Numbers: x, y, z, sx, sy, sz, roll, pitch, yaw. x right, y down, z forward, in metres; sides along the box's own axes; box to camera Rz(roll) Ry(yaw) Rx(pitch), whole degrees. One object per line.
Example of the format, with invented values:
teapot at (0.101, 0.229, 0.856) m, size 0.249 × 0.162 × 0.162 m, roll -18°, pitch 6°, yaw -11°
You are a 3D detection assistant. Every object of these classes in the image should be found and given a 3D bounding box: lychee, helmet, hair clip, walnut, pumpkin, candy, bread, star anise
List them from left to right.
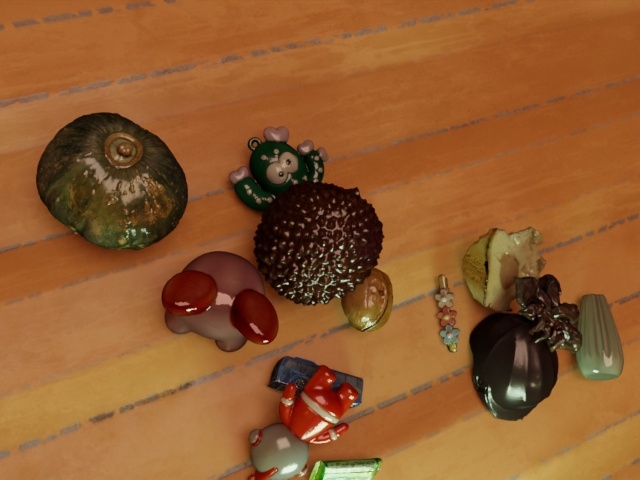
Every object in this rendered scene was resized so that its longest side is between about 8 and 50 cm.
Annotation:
pumpkin at (-0.472, -0.124, 1.653) m, size 0.327 × 0.257 × 0.291 m, roll 44°, pitch 54°, yaw 2°
lychee at (0.000, 0.000, 1.742) m, size 0.306 × 0.306 × 0.330 m, roll 33°, pitch 72°, yaw -9°
candy at (0.059, 0.575, 1.768) m, size 0.178 × 0.032 × 0.102 m, roll 4°, pitch 116°, yaw -21°
walnut at (0.122, 0.151, 1.865) m, size 0.144 × 0.144 × 0.180 m, roll 11°, pitch 65°, yaw -17°
hair clip at (0.349, 0.199, 1.974) m, size 0.056 × 0.062 × 0.214 m, roll 19°, pitch 63°, yaw -59°
bread at (0.512, 0.085, 1.970) m, size 0.183 × 0.224 × 0.211 m, roll -8°, pitch 77°, yaw -15°
helmet at (0.546, 0.337, 1.949) m, size 0.224 × 0.177 × 0.306 m, roll -10°, pitch 79°, yaw -23°
star anise at (0.612, 0.186, 1.891) m, size 0.219 × 0.099 × 0.214 m, roll 18°, pitch 61°, yaw -28°

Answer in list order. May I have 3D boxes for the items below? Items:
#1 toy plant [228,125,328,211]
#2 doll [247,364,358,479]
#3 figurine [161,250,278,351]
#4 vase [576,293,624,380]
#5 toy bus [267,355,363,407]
toy plant at (-0.103, -0.175, 1.875) m, size 0.243 × 0.112 × 0.233 m, roll 26°, pitch 80°, yaw -16°
doll at (-0.057, 0.457, 1.713) m, size 0.199 × 0.105 × 0.336 m, roll 39°, pitch 90°, yaw -19°
figurine at (-0.230, 0.128, 1.681) m, size 0.269 × 0.261 × 0.211 m, roll 21°, pitch 68°, yaw -11°
vase at (0.806, 0.276, 2.089) m, size 0.128 × 0.128 × 0.248 m, roll 11°, pitch 65°, yaw -17°
toy bus at (-0.010, 0.360, 1.802) m, size 0.236 × 0.079 × 0.094 m, roll 20°, pitch 55°, yaw -14°
